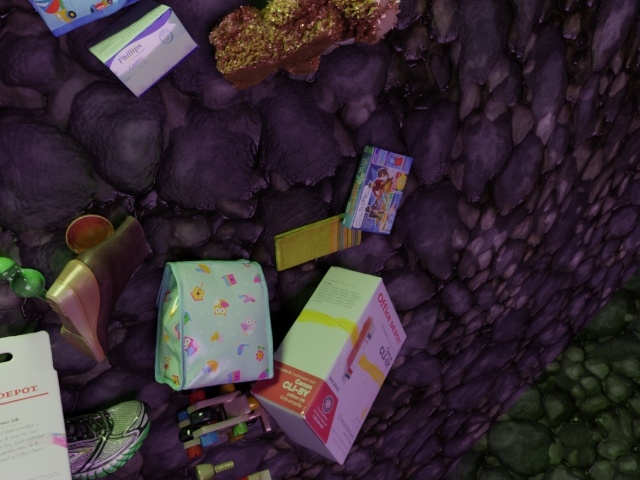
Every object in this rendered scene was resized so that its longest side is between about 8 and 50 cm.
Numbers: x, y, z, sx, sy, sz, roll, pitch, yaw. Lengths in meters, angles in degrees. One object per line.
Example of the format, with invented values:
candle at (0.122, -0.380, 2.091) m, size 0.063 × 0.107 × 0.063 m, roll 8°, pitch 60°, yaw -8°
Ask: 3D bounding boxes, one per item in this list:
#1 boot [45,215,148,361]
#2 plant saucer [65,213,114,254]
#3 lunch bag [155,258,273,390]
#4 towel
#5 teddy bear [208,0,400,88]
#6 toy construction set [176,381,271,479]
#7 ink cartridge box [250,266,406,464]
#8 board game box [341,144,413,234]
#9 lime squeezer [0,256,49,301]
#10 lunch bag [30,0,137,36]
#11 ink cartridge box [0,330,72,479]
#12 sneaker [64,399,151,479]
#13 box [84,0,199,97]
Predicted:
boot at (-0.389, 0.097, 0.961) m, size 0.206 × 0.090 × 0.248 m, roll -54°, pitch 162°, yaw -38°
plant saucer at (-0.425, -0.011, 0.949) m, size 0.084 × 0.013 × 0.083 m, roll -18°, pitch 127°, yaw -26°
lunch bag at (-0.227, 0.170, 1.099) m, size 0.224 × 0.160 × 0.262 m, roll 2°, pitch 82°, yaw -36°
towel at (0.000, 0.000, 1.250) m, size 0.237 × 0.021 × 0.102 m, roll -18°, pitch 125°, yaw -25°
teddy bear at (-0.023, -0.376, 0.885) m, size 0.338 × 0.113 × 0.245 m, roll -18°, pitch 176°, yaw 23°
toy construction set at (-0.189, 0.431, 1.189) m, size 0.238 × 0.308 × 0.257 m, roll -7°, pitch 129°, yaw -26°
ink cartridge box at (0.040, 0.297, 1.266) m, size 0.384 × 0.161 × 0.279 m, roll -57°, pitch 140°, yaw -29°
board game box at (0.139, -0.119, 1.247) m, size 0.136 × 0.035 × 0.201 m, roll 8°, pitch 104°, yaw -38°
lime squeezer at (-0.511, 0.081, 0.893) m, size 0.058 × 0.110 × 0.310 m, roll -59°, pitch 166°, yaw -13°
lunch bag at (-0.322, -0.440, 0.702) m, size 0.294 × 0.138 × 0.220 m, roll -27°, pitch 129°, yaw -1°
ink cartridge box at (-0.580, 0.357, 0.930) m, size 0.207 × 0.119 × 0.352 m, roll -7°, pitch 82°, yaw -32°
sneaker at (-0.523, 0.426, 1.067) m, size 0.344 × 0.134 × 0.146 m, roll -22°, pitch 126°, yaw -23°
box at (-0.277, -0.299, 0.791) m, size 0.126 × 0.137 × 0.072 m, roll -43°, pitch 134°, yaw -6°
